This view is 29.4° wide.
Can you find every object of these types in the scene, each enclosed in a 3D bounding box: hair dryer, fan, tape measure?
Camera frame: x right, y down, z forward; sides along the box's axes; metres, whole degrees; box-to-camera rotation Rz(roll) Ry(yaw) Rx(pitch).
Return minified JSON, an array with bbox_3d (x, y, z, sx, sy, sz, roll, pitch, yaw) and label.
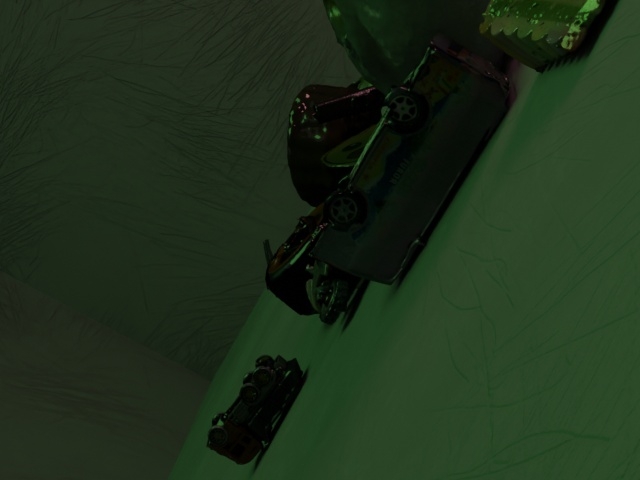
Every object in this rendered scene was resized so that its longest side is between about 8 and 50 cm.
[{"bbox_3d":[0.108,-0.232,1.946,0.251,0.089,0.197,-18,9,0],"label":"hair dryer"},{"bbox_3d":[0.116,-0.146,1.723,0.230,0.011,0.335,-24,16,-5],"label":"fan"},{"bbox_3d":[-0.001,0.024,2.023,0.202,0.135,0.223,-54,7,-19],"label":"tape measure"}]

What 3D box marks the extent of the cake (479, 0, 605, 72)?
[{"bbox_3d":[0.237,-0.247,1.261,0.109,0.090,0.225,-58,5,1],"label":"cake"}]

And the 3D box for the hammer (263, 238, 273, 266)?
[{"bbox_3d":[0.000,0.000,2.275,0.226,0.159,0.041,-50,4,-12],"label":"hammer"}]

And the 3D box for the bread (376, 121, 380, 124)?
[{"bbox_3d":[0.129,-0.160,1.992,0.269,0.098,0.087,-140,36,-86],"label":"bread"}]

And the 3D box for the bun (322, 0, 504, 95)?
[{"bbox_3d":[0.106,-0.346,1.644,0.211,0.362,0.362,-21,6,1],"label":"bun"}]

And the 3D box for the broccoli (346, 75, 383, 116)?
[{"bbox_3d":[0.057,-0.231,2.382,0.302,0.186,0.254,98,177,-49],"label":"broccoli"}]

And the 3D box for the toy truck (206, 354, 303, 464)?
[{"bbox_3d":[-0.102,0.271,1.974,0.192,0.092,0.083,-53,6,8],"label":"toy truck"}]

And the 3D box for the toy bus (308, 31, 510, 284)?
[{"bbox_3d":[0.108,-0.093,1.510,0.317,0.138,0.112,-61,-1,23],"label":"toy bus"}]

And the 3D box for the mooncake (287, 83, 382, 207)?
[{"bbox_3d":[0.033,-0.166,2.156,0.228,0.124,0.228,1,-90,-65],"label":"mooncake"}]

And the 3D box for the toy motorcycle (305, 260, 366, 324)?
[{"bbox_3d":[0.034,0.021,1.864,0.130,0.094,0.229,137,153,-74],"label":"toy motorcycle"}]
